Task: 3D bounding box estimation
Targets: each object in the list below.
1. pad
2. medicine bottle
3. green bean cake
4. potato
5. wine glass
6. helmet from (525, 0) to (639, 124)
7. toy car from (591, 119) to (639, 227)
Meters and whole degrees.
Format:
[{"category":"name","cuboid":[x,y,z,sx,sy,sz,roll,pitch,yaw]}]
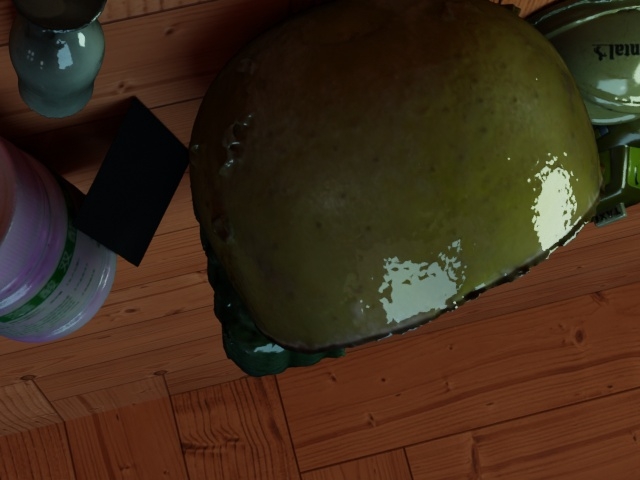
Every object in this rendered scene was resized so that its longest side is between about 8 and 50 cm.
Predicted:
[{"category":"pad","cuboid":[-0.225,-0.066,1.778,0.006,0.170,0.245,24,173,16]},{"category":"medicine bottle","cuboid":[-0.384,-0.005,1.691,0.212,0.212,0.325,-17,163,7]},{"category":"green bean cake","cuboid":[0.000,0.000,1.894,0.308,0.300,0.169,-12,165,-7]},{"category":"potato","cuboid":[0.060,-0.122,1.594,0.442,0.319,0.385,-22,-153,4]},{"category":"wine glass","cuboid":[-0.251,-0.191,1.383,0.093,0.093,0.202,-11,161,-14]},{"category":"helmet","cuboid":[0.371,-0.216,1.792,0.258,0.137,0.204,-12,164,-10]},{"category":"toy car","cuboid":[0.385,-0.120,2.025,0.248,0.198,0.204,-25,161,29]}]
